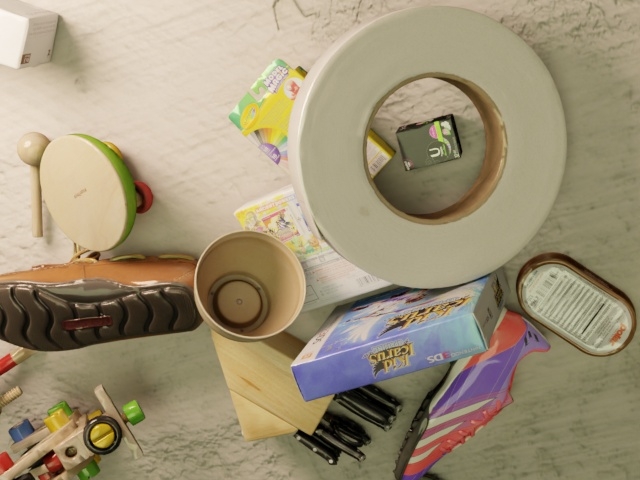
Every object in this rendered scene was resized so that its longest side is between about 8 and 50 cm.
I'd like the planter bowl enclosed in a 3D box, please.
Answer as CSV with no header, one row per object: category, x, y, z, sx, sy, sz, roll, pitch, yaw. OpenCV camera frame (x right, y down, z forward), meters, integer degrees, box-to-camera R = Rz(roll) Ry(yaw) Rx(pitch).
planter bowl,-0.111,0.079,1.678,0.162,0.109,0.162,5,69,-13

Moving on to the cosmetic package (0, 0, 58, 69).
cosmetic package,-0.520,-0.331,1.708,0.231,0.117,0.086,17,107,5

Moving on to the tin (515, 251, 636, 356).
tin,0.375,0.096,1.689,0.189,0.040,0.106,33,111,1

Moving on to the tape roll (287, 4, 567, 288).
tape roll,0.147,-0.126,1.584,0.391,0.072,0.392,-2,99,-13

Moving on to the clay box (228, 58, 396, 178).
clay box,-0.013,-0.155,1.689,0.222,0.053,0.127,42,109,-1

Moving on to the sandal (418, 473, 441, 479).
sandal,0.238,0.469,1.774,0.302,0.086,0.120,25,106,4

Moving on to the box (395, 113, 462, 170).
box,0.157,-0.142,1.662,0.083,0.052,0.062,-12,101,13

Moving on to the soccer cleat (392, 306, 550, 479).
soccer cleat,0.218,0.246,1.716,0.116,0.108,0.318,31,103,6

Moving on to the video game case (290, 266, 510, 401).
video game case,0.118,0.121,1.617,0.269,0.244,0.061,-18,101,20

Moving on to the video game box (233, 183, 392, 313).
video game box,0.000,0.000,1.689,0.205,0.048,0.187,-19,108,33

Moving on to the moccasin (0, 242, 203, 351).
moccasin,-0.355,0.078,1.774,0.379,0.147,0.139,-10,116,9

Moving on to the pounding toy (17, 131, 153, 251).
pounding toy,-0.343,-0.088,1.756,0.236,0.110,0.183,8,114,37

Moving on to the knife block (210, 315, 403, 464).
knife block,-0.015,0.211,1.759,0.242,0.088,0.276,-15,100,12

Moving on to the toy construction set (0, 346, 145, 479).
toy construction set,-0.401,0.282,1.811,0.237,0.257,0.309,-34,72,-2
